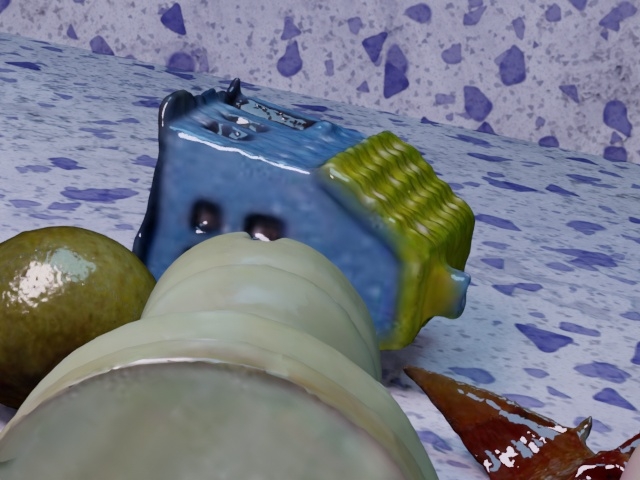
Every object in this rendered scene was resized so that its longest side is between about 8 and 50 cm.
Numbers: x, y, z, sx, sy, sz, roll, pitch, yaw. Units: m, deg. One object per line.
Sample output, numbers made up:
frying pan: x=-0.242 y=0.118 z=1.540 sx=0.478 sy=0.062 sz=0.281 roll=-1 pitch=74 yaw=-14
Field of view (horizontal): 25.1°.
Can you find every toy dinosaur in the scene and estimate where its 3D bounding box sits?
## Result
toy dinosaur: x=0.169 y=0.142 z=0.965 sx=0.206 sy=0.113 sz=0.327 roll=-26 pitch=11 yaw=10

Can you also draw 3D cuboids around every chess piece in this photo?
chess piece: x=-0.046 y=0.116 z=0.828 sx=0.234 sy=0.234 sz=0.442 roll=10 pitch=12 yaw=-1

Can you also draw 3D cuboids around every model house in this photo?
model house: x=0.000 y=0.000 z=1.327 sx=0.303 sy=0.215 sz=0.237 roll=19 pitch=16 yaw=13

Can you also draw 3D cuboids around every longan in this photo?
longan: x=-0.191 y=0.071 z=1.064 sx=0.155 sy=0.145 sz=0.176 roll=-11 pitch=56 yaw=6

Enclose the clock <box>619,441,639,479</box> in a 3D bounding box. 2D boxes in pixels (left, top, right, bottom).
clock: x=0.269 y=0.181 z=0.693 sx=0.284 sy=0.114 sz=0.309 roll=32 pitch=31 yaw=-5
